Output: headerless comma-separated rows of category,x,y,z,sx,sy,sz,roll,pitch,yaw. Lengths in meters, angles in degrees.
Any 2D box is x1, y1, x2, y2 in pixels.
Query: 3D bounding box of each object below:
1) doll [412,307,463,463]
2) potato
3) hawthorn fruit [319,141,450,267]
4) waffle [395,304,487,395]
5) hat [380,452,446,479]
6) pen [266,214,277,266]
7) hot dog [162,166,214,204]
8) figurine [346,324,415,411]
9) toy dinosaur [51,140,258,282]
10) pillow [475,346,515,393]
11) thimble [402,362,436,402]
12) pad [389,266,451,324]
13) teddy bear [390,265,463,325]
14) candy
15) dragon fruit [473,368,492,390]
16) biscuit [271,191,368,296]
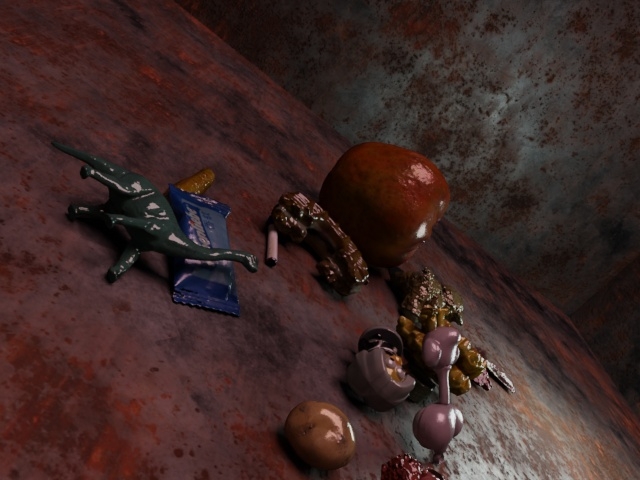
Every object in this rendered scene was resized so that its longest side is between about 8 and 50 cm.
doll,0.285,0.344,1.403,0.160,0.094,0.365,13,79,-55
potato,0.001,0.363,1.086,0.147,0.112,0.112,37,20,-3
hawthorn fruit,0.228,-0.151,2.124,0.472,0.472,0.471,36,20,-16
waffle,0.330,0.305,1.644,0.261,0.151,0.324,49,1,15
hat,0.207,0.528,1.110,0.286,0.107,0.237,53,30,-3
pen,-0.138,-0.004,1.698,0.033,0.033,0.269,34,20,-19
hot dog,-0.341,-0.130,1.528,0.068,0.083,0.289,58,18,-10
figurine,0.151,0.315,1.425,0.176,0.133,0.236,43,15,-4
toy dinosaur,-0.331,-0.066,1.233,0.331,0.129,0.383,-11,62,-48
pillow,0.637,0.465,2.140,0.185,0.043,0.118,41,17,-3
thimble,0.250,0.381,1.568,0.110,0.062,0.084,35,19,-19
pad,0.376,0.199,2.272,0.300,0.005,0.202,35,20,-17
teddy bear,0.391,0.204,2.071,0.256,0.156,0.267,34,21,-26
candy,-0.261,0.018,1.334,0.187,0.077,0.331,23,38,-41
dragon fruit,0.521,0.446,1.974,0.097,0.063,0.131,-33,67,-33
biscuit,0.010,0.004,1.801,0.366,0.115,0.268,49,15,1
